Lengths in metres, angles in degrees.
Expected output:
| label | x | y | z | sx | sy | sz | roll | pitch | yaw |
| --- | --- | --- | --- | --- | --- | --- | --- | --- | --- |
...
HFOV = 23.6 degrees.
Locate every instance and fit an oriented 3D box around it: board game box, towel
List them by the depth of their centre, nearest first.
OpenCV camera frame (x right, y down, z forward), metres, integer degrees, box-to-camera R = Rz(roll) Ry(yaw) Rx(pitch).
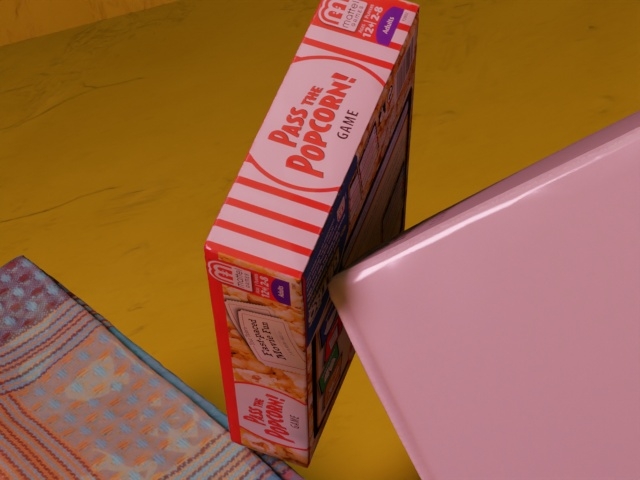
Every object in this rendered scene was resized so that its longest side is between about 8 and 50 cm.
| label | x | y | z | sx | sy | sz | roll | pitch | yaw |
| --- | --- | --- | --- | --- | --- | --- | --- | --- | --- |
| board game box | 0.000 | 0.000 | 0.710 | 0.045 | 0.193 | 0.147 | 18 | 60 | 11 |
| towel | -0.152 | 0.149 | 0.741 | 0.271 | 0.040 | 0.370 | -30 | 45 | -30 |

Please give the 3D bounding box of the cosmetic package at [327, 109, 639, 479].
| label | x | y | z | sx | sy | sz | roll | pitch | yaw |
| --- | --- | --- | --- | --- | --- | --- | --- | --- | --- |
| cosmetic package | 0.254 | -0.024 | 0.666 | 0.453 | 0.161 | 0.230 | -27 | 0 | 14 |
